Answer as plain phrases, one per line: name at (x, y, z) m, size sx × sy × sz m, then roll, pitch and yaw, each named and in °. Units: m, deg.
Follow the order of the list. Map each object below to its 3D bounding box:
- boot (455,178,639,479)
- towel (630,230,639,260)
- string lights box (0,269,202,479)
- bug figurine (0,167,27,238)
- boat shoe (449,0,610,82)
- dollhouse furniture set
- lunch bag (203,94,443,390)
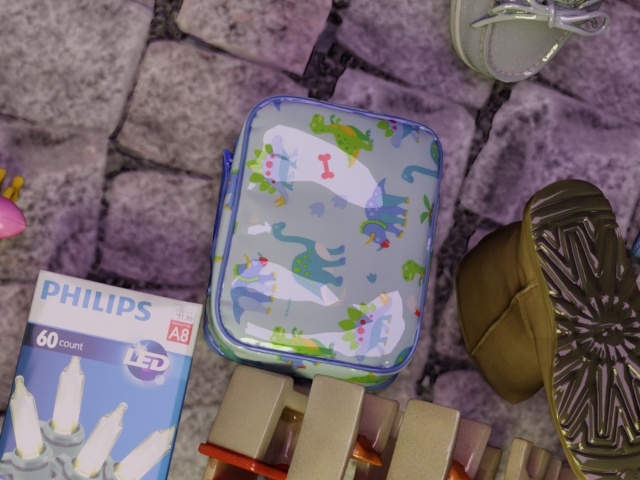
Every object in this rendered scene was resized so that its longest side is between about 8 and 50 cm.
boot at (0.177, 0.088, 1.461) m, size 0.089 × 0.269 × 0.236 m, roll -5°, pitch 77°, yaw -9°
towel at (0.323, 0.010, 1.619) m, size 0.119 × 0.029 × 0.067 m, roll 27°, pitch 81°, yaw -2°
string lights box at (-0.183, 0.165, 1.514) m, size 0.133 × 0.077 × 0.260 m, roll 12°, pitch 80°, yaw -3°
bug figurine at (-0.345, 0.017, 1.520) m, size 0.216 × 0.072 × 0.279 m, roll 13°, pitch 80°, yaw -5°
boat shoe at (0.204, -0.242, 1.518) m, size 0.118 × 0.320 × 0.103 m, roll 12°, pitch 39°, yaw -30°
dollhouse furniture set at (0.041, 0.191, 1.464) m, size 0.259 × 0.262 × 0.135 m, roll 12°, pitch 81°, yaw 30°
lunch bag at (0.000, 0.000, 1.543) m, size 0.176 × 0.090 × 0.219 m, roll 10°, pitch 74°, yaw -5°
